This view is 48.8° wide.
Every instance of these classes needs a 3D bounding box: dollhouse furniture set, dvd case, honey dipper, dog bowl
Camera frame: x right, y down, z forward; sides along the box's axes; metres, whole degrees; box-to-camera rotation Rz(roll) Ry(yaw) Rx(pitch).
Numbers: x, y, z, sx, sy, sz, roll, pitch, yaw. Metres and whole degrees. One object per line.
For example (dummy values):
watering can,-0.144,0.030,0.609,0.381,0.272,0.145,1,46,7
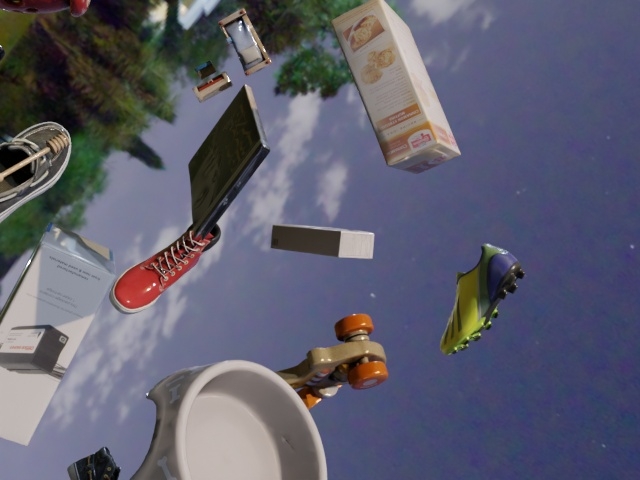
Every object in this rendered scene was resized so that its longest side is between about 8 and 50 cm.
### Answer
dollhouse furniture set,-0.217,-0.405,1.560,0.183,0.129,0.129,-28,-167,2
dvd case,-0.140,-0.120,1.027,0.164,0.018,0.221,-50,-150,20
honey dipper,-0.557,-0.156,1.359,0.160,0.030,0.030,-42,-159,-31
dog bowl,-0.127,0.348,1.105,0.102,0.349,0.349,-32,-145,33

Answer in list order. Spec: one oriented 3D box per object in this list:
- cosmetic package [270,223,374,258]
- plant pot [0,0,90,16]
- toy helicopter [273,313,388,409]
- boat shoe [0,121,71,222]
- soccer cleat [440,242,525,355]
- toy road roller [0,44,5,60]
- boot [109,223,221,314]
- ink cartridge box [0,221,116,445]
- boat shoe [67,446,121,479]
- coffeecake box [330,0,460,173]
cosmetic package,0.000,0.000,1.549,0.239,0.099,0.060,6,-90,49
plant pot,-0.493,-0.492,1.248,0.191,0.174,0.191,-173,-90,-72
toy helicopter,-0.031,0.294,1.526,0.355,0.235,0.140,-13,-118,-8
boat shoe,-0.594,-0.143,1.403,0.119,0.121,0.335,-41,-162,42
soccer cleat,0.333,0.131,1.549,0.121,0.093,0.289,43,-55,25
toy road roller,-0.653,-0.323,1.061,0.240,0.202,0.329,-38,-172,-13
boot,-0.303,0.042,1.409,0.176,0.088,0.244,-39,-177,38
ink cartridge box,-0.469,0.145,1.175,0.307,0.129,0.223,-62,-159,1
boat shoe,-0.409,0.464,1.316,0.083,0.065,0.183,-32,-137,-14
coffeecake box,0.096,-0.182,0.862,0.068,0.142,0.185,-23,-97,20
